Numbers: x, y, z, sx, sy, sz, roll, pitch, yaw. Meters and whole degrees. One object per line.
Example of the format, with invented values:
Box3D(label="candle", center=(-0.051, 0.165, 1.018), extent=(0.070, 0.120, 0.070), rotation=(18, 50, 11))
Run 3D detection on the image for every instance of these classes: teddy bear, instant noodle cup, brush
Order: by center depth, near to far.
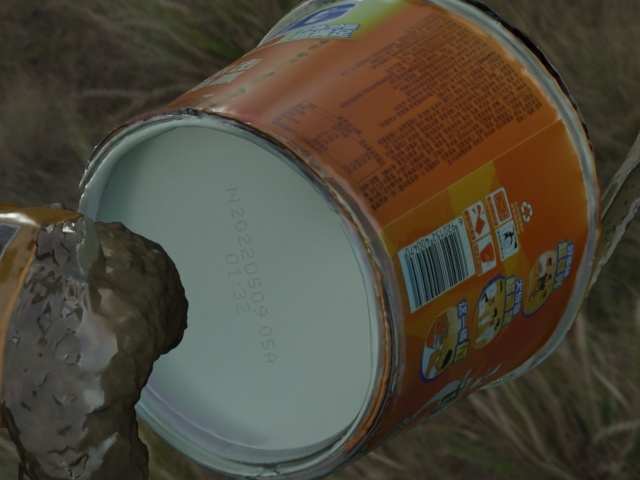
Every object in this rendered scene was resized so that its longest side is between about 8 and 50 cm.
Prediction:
Box3D(label="teddy bear", center=(-0.164, 0.040, 0.746), extent=(0.190, 0.140, 0.177), rotation=(6, 48, 11))
Box3D(label="instant noodle cup", center=(0.000, 0.000, 0.951), extent=(0.296, 0.214, 0.296), rotation=(13, 115, 30))
Box3D(label="brush", center=(0.229, -0.047, 1.181), extent=(0.036, 0.043, 0.248), rotation=(33, 96, 41))
